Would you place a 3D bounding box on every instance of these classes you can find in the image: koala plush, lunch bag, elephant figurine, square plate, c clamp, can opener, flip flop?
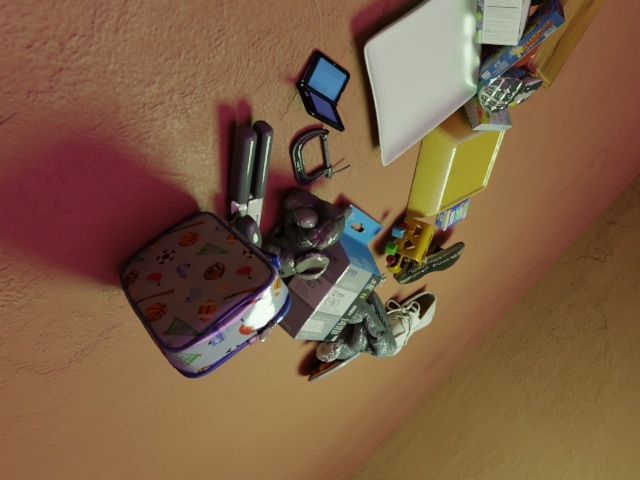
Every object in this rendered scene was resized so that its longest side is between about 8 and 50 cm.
[{"bbox_3d":[0.098,0.294,1.565,0.221,0.203,0.196,-30,176,21],"label":"koala plush"},{"bbox_3d":[-0.199,0.082,0.896,0.243,0.303,0.115,-37,136,-17],"label":"lunch bag"},{"bbox_3d":[-0.061,0.016,1.148,0.186,0.169,0.239,26,117,-13],"label":"elephant figurine"},{"bbox_3d":[0.235,-0.388,1.155,0.347,0.049,0.344,-39,146,-14],"label":"square plate"},{"bbox_3d":[-0.003,-0.183,1.115,0.137,0.022,0.160,-35,145,-12],"label":"c clamp"},{"bbox_3d":[-0.127,-0.089,0.993,0.076,0.095,0.283,-24,145,-34],"label":"can opener"},{"bbox_3d":[0.368,0.063,1.732,0.277,0.080,0.112,-23,146,-10],"label":"flip flop"}]

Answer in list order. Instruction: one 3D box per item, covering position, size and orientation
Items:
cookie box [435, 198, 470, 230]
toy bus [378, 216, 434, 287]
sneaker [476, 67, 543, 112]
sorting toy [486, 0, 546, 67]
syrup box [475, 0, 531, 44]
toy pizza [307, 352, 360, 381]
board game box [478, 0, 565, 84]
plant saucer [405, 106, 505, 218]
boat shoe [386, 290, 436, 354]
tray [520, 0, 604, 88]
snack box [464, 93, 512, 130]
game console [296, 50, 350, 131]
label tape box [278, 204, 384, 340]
[{"bbox_3d":[0.433,-0.095,1.672,0.107,0.040,0.091,-29,142,-26],"label":"cookie box"},{"bbox_3d":[0.265,0.035,1.507,0.191,0.104,0.202,-45,149,-48],"label":"toy bus"},{"bbox_3d":[0.479,-0.412,1.352,0.275,0.110,0.107,-22,157,-45],"label":"sneaker"},{"bbox_3d":[0.502,-0.612,1.223,0.126,0.127,0.365,-56,158,-50],"label":"sorting toy"},{"bbox_3d":[0.385,-0.538,1.057,0.093,0.096,0.236,-57,149,-31],"label":"syrup box"},{"bbox_3d":[0.041,0.399,1.665,0.201,0.032,0.201,-29,171,-5],"label":"toy pizza"},{"bbox_3d":[0.461,-0.460,1.179,0.201,0.035,0.136,-38,-164,40],"label":"board game box"},{"bbox_3d":[0.413,-0.226,1.489,0.333,0.081,0.332,-26,139,-31],"label":"plant saucer"},{"bbox_3d":[0.296,0.270,1.793,0.367,0.136,0.156,-22,138,-39],"label":"boat shoe"},{"bbox_3d":[0.691,-0.644,1.400,0.203,0.076,0.410,7,118,-51],"label":"tray"},{"bbox_3d":[0.450,-0.349,1.379,0.141,0.100,0.037,-6,170,-36],"label":"snack box"},{"bbox_3d":[0.019,-0.286,0.994,0.071,0.107,0.122,-33,154,29],"label":"game console"},{"bbox_3d":[0.053,0.099,1.352,0.347,0.115,0.249,-52,153,7],"label":"label tape box"}]
